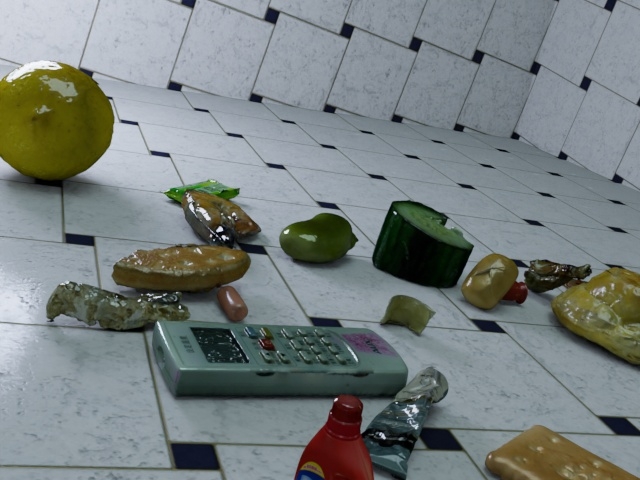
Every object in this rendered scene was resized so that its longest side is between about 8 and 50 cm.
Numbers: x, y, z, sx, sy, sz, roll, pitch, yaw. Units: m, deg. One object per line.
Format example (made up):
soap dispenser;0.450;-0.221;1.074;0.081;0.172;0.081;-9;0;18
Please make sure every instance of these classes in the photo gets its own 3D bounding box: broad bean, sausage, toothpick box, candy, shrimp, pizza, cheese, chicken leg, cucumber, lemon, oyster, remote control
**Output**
broad bean;0.000;0.000;1.686;0.124;0.082;0.174;21;29;26
sausage;-0.138;0.099;1.331;0.034;0.034;0.083;5;21;-25
toothpick box;0.365;0.100;1.677;0.083;0.047;0.047;7;18;-21
candy;-0.264;-0.104;1.883;0.102;0.032;0.178;17;18;23
shrimp;-0.185;-0.032;1.675;0.164;0.062;0.317;12;16;-22
pizza;-0.217;0.052;1.380;0.127;0.058;0.246;28;24;37
cheese;0.146;0.125;1.427;0.084;0.060;0.041;19;16;-4
chicken leg;0.477;0.069;1.726;0.093;0.070;0.178;8;-8;-26
cucumber;0.204;0.008;1.724;0.191;0.130;0.191;14;21;-5
lemon;-0.558;-0.248;1.767;0.253;0.253;0.310;10;11;-11
oyster;-0.275;0.091;1.210;0.106;0.061;0.200;26;21;34
remote control;-0.051;0.162;1.168;0.344;0.050;0.145;4;19;-26

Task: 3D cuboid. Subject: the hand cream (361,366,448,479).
hand cream;0.112;0.231;1.095;0.075;0.052;0.248;-4;15;26

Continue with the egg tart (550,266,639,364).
egg tart;0.599;0.134;1.607;0.319;0.128;0.319;14;16;-4

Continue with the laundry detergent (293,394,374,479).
laundry detergent;0.017;0.228;0.813;0.049;0.165;0.097;-10;28;-45

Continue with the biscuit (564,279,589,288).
biscuit;0.591;0.108;1.862;0.130;0.019;0.119;19;18;20

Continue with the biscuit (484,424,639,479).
biscuit;0.339;0.305;1.035;0.250;0.030;0.160;26;21;35

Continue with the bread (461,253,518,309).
bread;0.322;0.073;1.619;0.082;0.115;0.056;37;-14;32
